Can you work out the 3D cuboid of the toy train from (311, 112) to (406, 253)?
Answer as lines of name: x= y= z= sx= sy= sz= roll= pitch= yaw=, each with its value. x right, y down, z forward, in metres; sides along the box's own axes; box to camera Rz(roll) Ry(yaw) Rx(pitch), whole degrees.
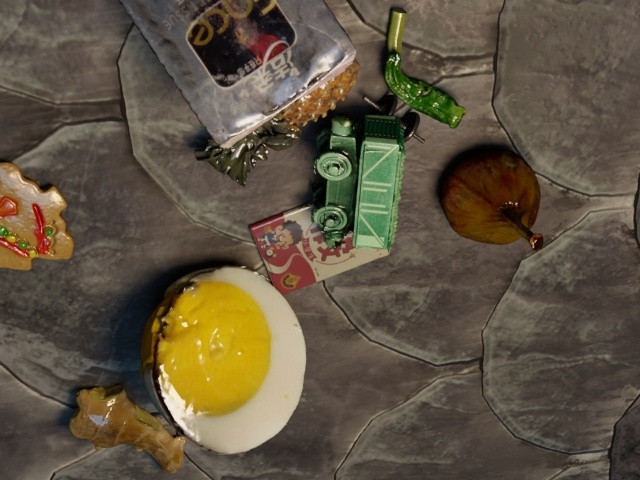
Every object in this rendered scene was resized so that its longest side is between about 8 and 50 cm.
toy train: x=0.062 y=-0.104 z=1.576 sx=0.154 sy=0.115 sz=0.269 roll=1 pitch=127 yaw=-3

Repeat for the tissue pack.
tissue pack: x=-0.144 y=-0.349 z=1.346 sx=0.259 sy=0.122 sz=0.361 roll=-33 pitch=91 yaw=2

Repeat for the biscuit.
biscuit: x=-0.548 y=-0.019 z=1.562 sx=0.238 sy=0.041 sz=0.212 roll=-29 pitch=122 yaw=3

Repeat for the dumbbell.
dumbbell: x=0.130 y=-0.212 z=1.594 sx=0.147 sy=0.069 sz=0.069 roll=32 pitch=107 yaw=-26

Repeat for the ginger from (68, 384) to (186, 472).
ginger: x=-0.376 y=0.389 z=1.804 sx=0.131 sy=0.086 sz=0.294 roll=-49 pitch=125 yaw=-10

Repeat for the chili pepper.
chili pepper: x=0.174 y=-0.261 z=1.579 sx=0.182 sy=0.073 sz=0.050 roll=32 pitch=83 yaw=-20

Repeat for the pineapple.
pineapple: x=-0.083 y=-0.222 z=1.504 sx=0.310 sy=0.141 sz=0.170 roll=-43 pitch=143 yaw=20

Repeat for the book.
book: x=0.000 y=0.000 z=1.708 sx=0.231 sy=0.022 sz=0.162 roll=-20 pitch=120 yaw=-1

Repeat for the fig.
fig: x=0.343 y=-0.070 z=1.613 sx=0.190 sy=0.290 sz=0.191 roll=-3 pitch=97 yaw=-25

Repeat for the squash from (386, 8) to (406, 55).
squash: x=0.128 y=-0.350 z=1.542 sx=0.027 sy=0.027 sz=0.083 roll=1 pitch=119 yaw=-13

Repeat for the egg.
egg: x=-0.198 y=0.220 z=1.673 sx=0.337 sy=0.201 sz=0.337 roll=6 pitch=78 yaw=-30
